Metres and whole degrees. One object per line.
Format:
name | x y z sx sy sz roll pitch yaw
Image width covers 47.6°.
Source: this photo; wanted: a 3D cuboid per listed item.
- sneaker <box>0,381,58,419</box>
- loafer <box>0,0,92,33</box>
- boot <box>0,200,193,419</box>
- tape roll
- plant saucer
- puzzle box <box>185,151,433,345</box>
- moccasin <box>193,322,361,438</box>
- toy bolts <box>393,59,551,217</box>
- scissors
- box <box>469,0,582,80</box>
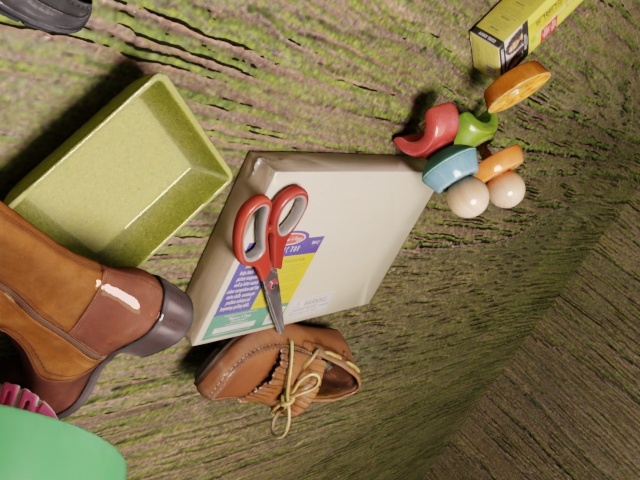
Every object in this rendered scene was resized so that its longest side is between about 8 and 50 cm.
sneaker | -0.322 0.174 0.680 0.075 0.170 0.063 95 3 -50
loafer | -0.218 -0.202 0.442 0.078 0.076 0.223 -45 150 10
boot | -0.297 0.075 0.649 0.264 0.096 0.280 -23 147 23
tape roll | -0.333 0.224 0.620 0.321 0.077 0.321 -2 146 -2
plant saucer | -0.194 -0.055 0.699 0.188 0.045 0.188 -44 153 -8
puzzle box | 0.000 0.000 1.041 0.409 0.052 0.272 -6 131 -52
moccasin | -0.051 0.213 1.131 0.139 0.147 0.380 -45 154 11
toy bolts | 0.248 -0.131 1.058 0.228 0.158 0.218 -20 167 -38
scissors | -0.073 0.047 0.923 0.109 0.021 0.297 -30 148 -35
box | 0.317 -0.342 1.057 0.232 0.058 0.087 -45 152 -8
